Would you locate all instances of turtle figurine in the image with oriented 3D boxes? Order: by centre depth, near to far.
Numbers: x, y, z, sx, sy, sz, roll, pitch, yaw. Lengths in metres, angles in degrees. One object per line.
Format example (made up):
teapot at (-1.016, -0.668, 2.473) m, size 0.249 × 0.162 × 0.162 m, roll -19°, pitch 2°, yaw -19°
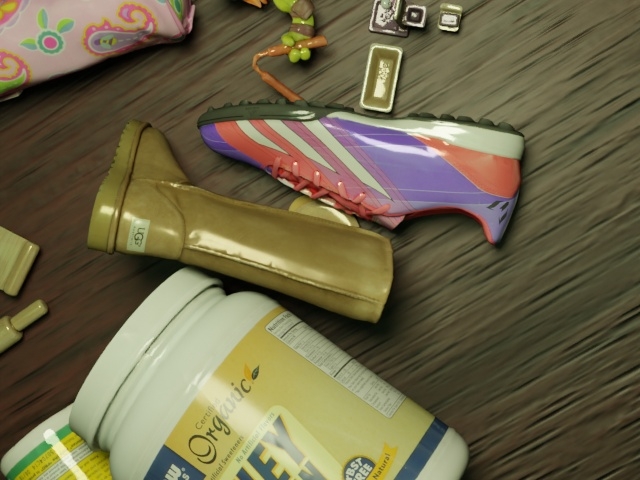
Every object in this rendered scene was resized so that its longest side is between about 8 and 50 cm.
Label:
turtle figurine at (-0.023, -0.271, 1.181) m, size 0.217 × 0.087 × 0.269 m, roll -22°, pitch 112°, yaw 28°

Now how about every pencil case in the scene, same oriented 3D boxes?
pencil case at (-0.270, -0.215, 1.245) m, size 0.284 × 0.124 × 0.124 m, roll -18°, pitch 86°, yaw 10°

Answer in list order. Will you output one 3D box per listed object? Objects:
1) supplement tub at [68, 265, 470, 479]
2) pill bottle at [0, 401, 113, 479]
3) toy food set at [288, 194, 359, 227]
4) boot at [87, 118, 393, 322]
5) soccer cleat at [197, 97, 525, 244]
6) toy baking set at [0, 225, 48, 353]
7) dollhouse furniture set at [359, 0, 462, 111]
supplement tub at (-0.048, 0.190, 1.143) m, size 0.316 × 0.228 × 0.228 m, roll 35°, pitch 95°, yaw 8°
pill bottle at (-0.210, 0.269, 1.226) m, size 0.117 × 0.117 × 0.208 m, roll -39°, pitch 84°, yaw 7°
toy food set at (0.000, 0.000, 1.241) m, size 0.083 × 0.020 × 0.082 m, roll 17°, pitch 93°, yaw 9°
boot at (-0.072, -0.017, 1.185) m, size 0.269 × 0.236 × 0.089 m, roll 14°, pitch 118°, yaw -6°
soccer cleat at (0.033, -0.069, 1.196) m, size 0.318 × 0.108 × 0.116 m, roll 7°, pitch 91°, yaw 7°
toy baking set at (-0.410, 0.058, 1.311) m, size 0.256 × 0.030 × 0.197 m, roll -39°, pitch 80°, yaw 7°
dollhouse furniture set at (0.080, -0.181, 1.198) m, size 0.091 × 0.081 × 0.114 m, roll 11°, pitch 91°, yaw 10°
